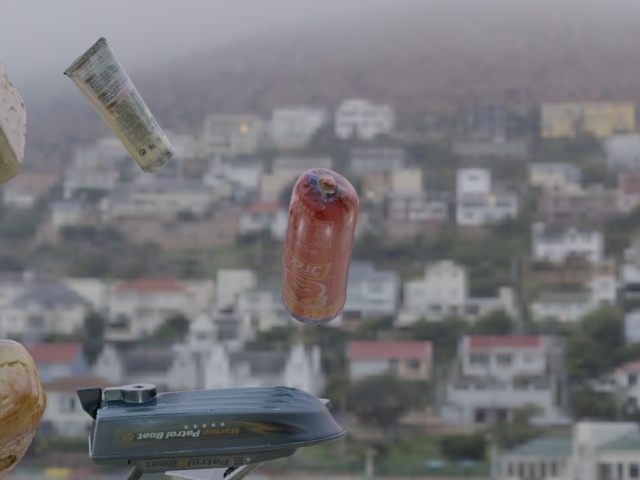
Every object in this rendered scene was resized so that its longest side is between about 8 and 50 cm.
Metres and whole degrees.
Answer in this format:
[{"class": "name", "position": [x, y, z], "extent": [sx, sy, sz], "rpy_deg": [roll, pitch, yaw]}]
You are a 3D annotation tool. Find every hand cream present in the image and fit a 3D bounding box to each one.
[{"class": "hand cream", "position": [-0.200, -0.130, 1.756], "extent": [0.061, 0.143, 0.039], "rpy_deg": [-44, 23, -26]}]

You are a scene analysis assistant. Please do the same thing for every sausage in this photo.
[{"class": "sausage", "position": [0.000, 0.000, 1.774], "extent": [0.074, 0.074, 0.274], "rpy_deg": [1, -27, -4]}]

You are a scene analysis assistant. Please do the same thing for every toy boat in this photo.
[{"class": "toy boat", "position": [-0.098, 0.180, 1.592], "extent": [0.246, 0.103, 0.093], "rpy_deg": [-2, 6, -8]}]

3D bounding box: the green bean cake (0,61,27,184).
[{"class": "green bean cake", "position": [-0.379, -0.135, 1.899], "extent": [0.085, 0.109, 0.179], "rpy_deg": [-23, 29, 5]}]

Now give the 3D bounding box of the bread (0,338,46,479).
[{"class": "bread", "position": [-0.529, 0.278, 2.192], "extent": [0.328, 0.148, 0.337], "rpy_deg": [-20, -15, -44]}]

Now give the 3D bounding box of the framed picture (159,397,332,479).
[{"class": "framed picture", "position": [-0.102, 0.247, 2.169], "extent": [0.150, 0.015, 0.203], "rpy_deg": [1, 28, 45]}]
